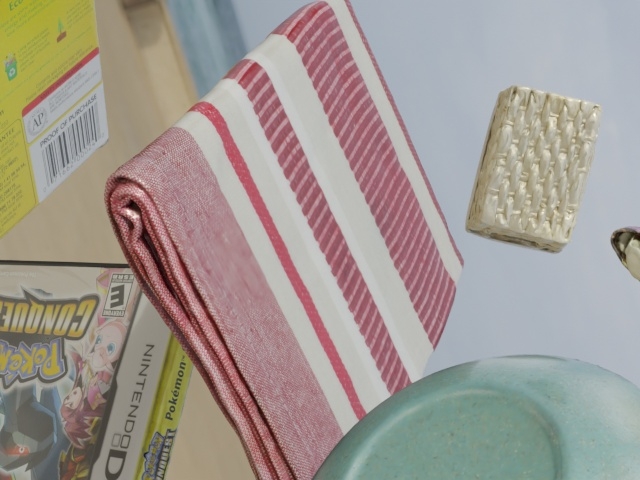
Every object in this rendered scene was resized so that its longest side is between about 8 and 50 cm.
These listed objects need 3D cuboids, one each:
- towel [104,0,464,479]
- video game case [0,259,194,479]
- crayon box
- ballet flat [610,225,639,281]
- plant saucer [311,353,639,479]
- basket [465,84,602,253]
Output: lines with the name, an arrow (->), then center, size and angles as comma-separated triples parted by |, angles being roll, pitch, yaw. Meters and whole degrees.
towel -> 0.000, 0.000, 0.715 | 0.237, 0.037, 0.329 | 65, 27, -18
video game case -> -0.220, 0.137, 0.912 | 0.035, 0.275, 0.248 | 32, 65, -50
crayon box -> -0.275, -0.161, 0.995 | 0.202, 0.081, 0.318 | -51, 158, -38
ballet flat -> 0.394, 0.054, 1.321 | 0.221, 0.079, 0.077 | 52, -51, 47
plant saucer -> 0.061, 0.115, 0.513 | 0.037, 0.195, 0.195 | 57, 9, -37
basket -> 0.229, -0.078, 1.283 | 0.103, 0.113, 0.167 | 46, 58, -85
